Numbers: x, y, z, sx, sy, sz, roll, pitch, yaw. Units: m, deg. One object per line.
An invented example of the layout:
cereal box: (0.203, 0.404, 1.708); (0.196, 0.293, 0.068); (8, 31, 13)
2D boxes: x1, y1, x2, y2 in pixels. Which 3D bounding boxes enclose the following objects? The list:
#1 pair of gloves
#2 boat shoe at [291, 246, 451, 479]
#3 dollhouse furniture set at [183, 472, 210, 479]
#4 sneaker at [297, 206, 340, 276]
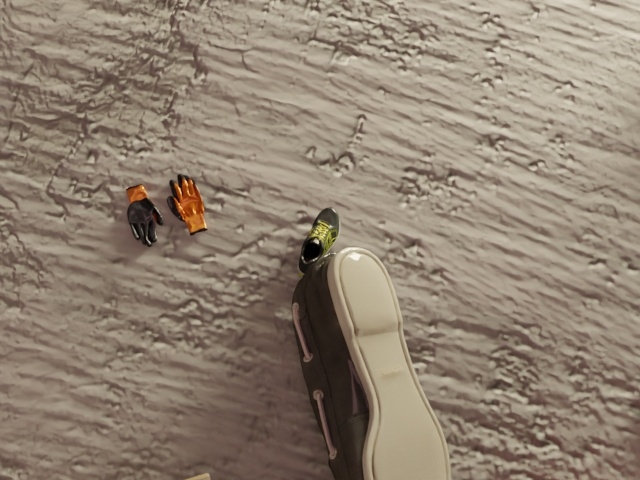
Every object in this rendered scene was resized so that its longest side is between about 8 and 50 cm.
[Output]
pair of gloves: (-0.168, -0.034, 1.521); (0.083, 0.010, 0.074); (-16, 70, -5)
boat shoe: (0.047, 0.174, 1.412); (0.112, 0.095, 0.335); (1, 69, -38)
dollhouse furniture set: (-0.120, 0.413, 1.266); (0.303, 0.174, 0.355); (-16, 70, -5)
sneaker: (0.000, 0.000, 1.494); (0.031, 0.035, 0.083); (19, 71, 6)
